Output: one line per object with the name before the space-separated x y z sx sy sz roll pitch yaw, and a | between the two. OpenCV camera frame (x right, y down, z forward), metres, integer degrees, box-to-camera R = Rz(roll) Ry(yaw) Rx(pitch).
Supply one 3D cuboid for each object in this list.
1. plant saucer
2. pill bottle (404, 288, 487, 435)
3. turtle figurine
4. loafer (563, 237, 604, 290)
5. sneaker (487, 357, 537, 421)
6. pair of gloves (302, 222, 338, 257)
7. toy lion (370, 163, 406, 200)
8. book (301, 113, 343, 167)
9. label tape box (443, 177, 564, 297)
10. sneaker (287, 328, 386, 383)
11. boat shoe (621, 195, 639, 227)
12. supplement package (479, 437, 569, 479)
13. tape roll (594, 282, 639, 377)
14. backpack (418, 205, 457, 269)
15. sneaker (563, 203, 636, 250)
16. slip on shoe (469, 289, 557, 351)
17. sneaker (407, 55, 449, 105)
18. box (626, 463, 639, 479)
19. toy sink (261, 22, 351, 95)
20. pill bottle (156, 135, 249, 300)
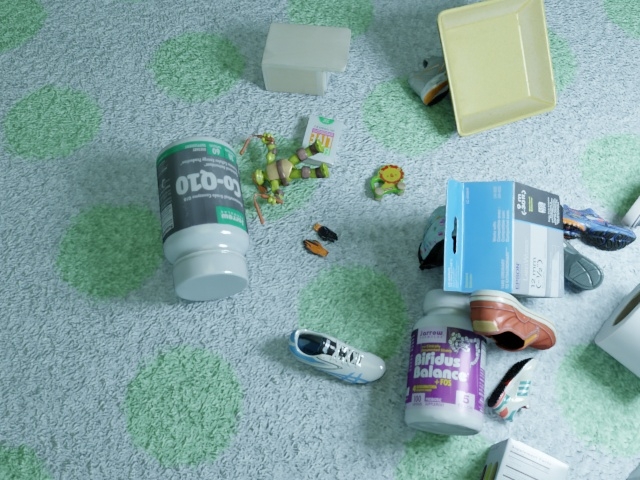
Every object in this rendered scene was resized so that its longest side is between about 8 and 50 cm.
plant saucer | 0.473 -0.486 1.709 0.333 0.081 0.332 -18 106 -16
pill bottle | 0.283 0.268 1.386 0.169 0.169 0.301 8 65 2
turtle figurine | -0.090 -0.173 1.620 0.217 0.087 0.269 -14 64 11
loafer | 0.590 0.029 1.568 0.267 0.084 0.096 45 103 21
sneaker | 0.457 0.344 1.426 0.075 0.057 0.161 46 70 -1
pair of gloves | 0.000 0.000 1.587 0.074 0.010 0.083 30 65 13
toy lion | 0.180 -0.160 1.658 0.100 0.034 0.096 -15 60 -8
book | 0.002 -0.272 1.704 0.096 0.035 0.144 13 64 0
label tape box | 0.422 0.001 1.401 0.348 0.115 0.249 8 82 -44
sneaker | 0.037 0.266 1.426 0.237 0.086 0.085 17 64 5
boat shoe | 0.942 -0.111 1.601 0.340 0.127 0.158 -37 64 -18
supplement package | 0.393 0.554 1.275 0.134 0.139 0.244 23 66 8
tape roll | 0.769 0.195 1.394 0.169 0.246 0.246 39 70 16
backpack | 0.313 -0.006 1.505 0.152 0.182 0.115 -10 66 -5
sneaker | 0.701 -0.041 1.592 0.221 0.083 0.087 18 59 3
slip on shoe | 0.425 0.199 1.371 0.123 0.331 0.101 -5 67 40
sneaker | 0.364 -0.502 1.786 0.262 0.099 0.121 -34 66 -17
box | 0.798 0.514 1.316 0.181 0.119 0.182 -37 72 -16
toy sink | -0.035 -0.507 1.754 0.234 0.131 0.152 5 65 6
pill bottle | -0.281 -0.051 1.496 0.204 0.204 0.361 -9 66 -6
